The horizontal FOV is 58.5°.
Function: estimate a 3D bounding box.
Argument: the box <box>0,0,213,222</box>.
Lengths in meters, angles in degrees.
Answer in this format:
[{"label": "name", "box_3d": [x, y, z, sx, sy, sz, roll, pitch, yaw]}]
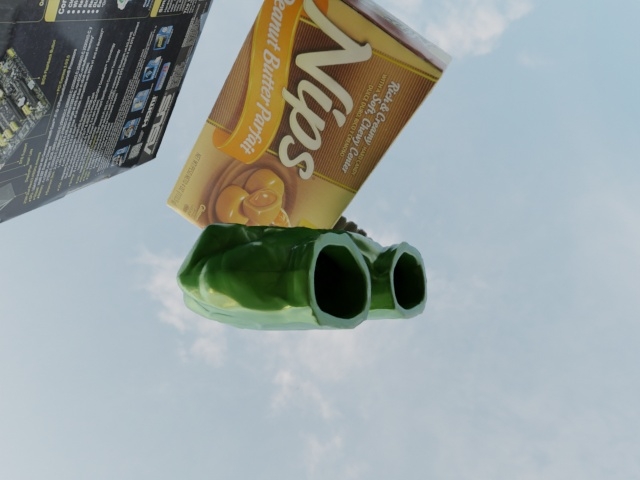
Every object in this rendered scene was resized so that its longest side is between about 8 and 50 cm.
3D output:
[{"label": "box", "box_3d": [-0.159, -0.189, 0.337, 0.097, 0.318, 0.394, 33, -60, 3]}]

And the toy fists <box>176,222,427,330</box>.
[{"label": "toy fists", "box_3d": [-0.010, 0.032, 0.527, 0.142, 0.279, 0.096, -6, -95, 28]}]

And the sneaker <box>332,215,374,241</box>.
[{"label": "sneaker", "box_3d": [0.000, 0.000, 0.839, 0.086, 0.132, 0.228, -43, -87, -14]}]

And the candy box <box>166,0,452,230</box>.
[{"label": "candy box", "box_3d": [-0.025, -0.116, 0.637, 0.183, 0.087, 0.316, 35, -59, -1]}]
